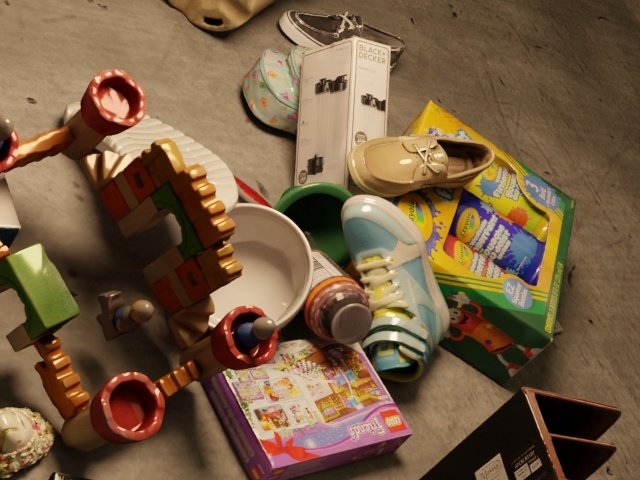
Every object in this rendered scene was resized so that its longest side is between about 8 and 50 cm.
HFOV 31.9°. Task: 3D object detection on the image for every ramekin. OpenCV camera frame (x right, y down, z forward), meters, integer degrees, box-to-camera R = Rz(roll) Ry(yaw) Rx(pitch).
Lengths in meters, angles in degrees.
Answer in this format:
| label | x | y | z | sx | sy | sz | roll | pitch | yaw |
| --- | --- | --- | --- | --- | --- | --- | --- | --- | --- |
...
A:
| label | x | y | z | sx | sy | sz | roll | pitch | yaw |
| --- | --- | --- | --- | --- | --- | --- | --- | --- | --- |
| ramekin | -0.115 | 0.057 | 1.711 | 0.207 | 0.109 | 0.207 | 1 | 71 | -2 |

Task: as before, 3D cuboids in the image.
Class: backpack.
| label | x | y | z | sx | sy | sz | roll | pitch | yaw |
| --- | --- | --- | --- | --- | --- | --- | --- | --- | --- |
| backpack | -0.050 | -0.291 | 2.177 | 0.188 | 0.144 | 0.166 | 8 | 52 | -31 |

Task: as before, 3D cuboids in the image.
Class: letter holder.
| label | x | y | z | sx | sy | sz | roll | pitch | yaw |
| --- | --- | --- | --- | --- | --- | --- | --- | --- | --- |
| letter holder | 0.305 | 0.372 | 1.642 | 0.214 | 0.302 | 0.152 | 14 | 43 | -31 |

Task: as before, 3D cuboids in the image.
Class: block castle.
| label | x | y | z | sx | sy | sz | roll | pitch | yaw |
| --- | --- | --- | --- | --- | --- | --- | --- | --- | --- |
| block castle | -0.271 | 0.018 | 1.462 | 0.303 | 0.213 | 0.453 | -27 | 87 | -43 |

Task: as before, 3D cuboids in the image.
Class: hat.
| label | x | y | z | sx | sy | sz | roll | pitch | yaw |
| --- | --- | --- | --- | --- | --- | --- | --- | --- | --- |
| hat | -0.042 | -0.062 | 1.965 | 0.208 | 0.173 | 0.183 | 54 | 0 | -32 |

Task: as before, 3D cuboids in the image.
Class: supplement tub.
| label | x | y | z | sx | sy | sz | roll | pitch | yaw |
| --- | --- | --- | --- | --- | --- | --- | --- | --- | --- |
| supplement tub | 0.011 | 0.094 | 1.788 | 0.106 | 0.106 | 0.198 | 15 | 15 | -29 |

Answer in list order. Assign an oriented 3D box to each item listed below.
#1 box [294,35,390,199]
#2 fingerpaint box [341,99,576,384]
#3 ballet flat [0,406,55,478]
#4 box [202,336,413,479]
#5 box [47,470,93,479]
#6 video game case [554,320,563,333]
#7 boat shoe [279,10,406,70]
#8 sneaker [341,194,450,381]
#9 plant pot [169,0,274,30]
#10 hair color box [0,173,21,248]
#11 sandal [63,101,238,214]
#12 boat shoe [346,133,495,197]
| label | x | y | z | sx | sy | sz | roll | pitch | yaw |
| --- | --- | --- | --- | --- | --- | --- | --- | --- | --- |
| box | 0.038 | -0.208 | 2.028 | 0.087 | 0.169 | 0.290 | 7 | 82 | -35 |
| fingerpaint box | 0.276 | -0.011 | 2.125 | 0.371 | 0.163 | 0.445 | 34 | 39 | -7 |
| ballet flat | -0.414 | 0.243 | 1.345 | 0.241 | 0.077 | 0.091 | -9 | 57 | -46 |
| box | -0.020 | 0.248 | 1.698 | 0.293 | 0.057 | 0.201 | -4 | 52 | -43 |
| box | -0.311 | 0.333 | 1.350 | 0.052 | 0.062 | 0.083 | 19 | 41 | -23 |
| video game case | 0.421 | 0.153 | 2.222 | 0.122 | 0.011 | 0.087 | -5 | 55 | -43 |
| boat shoe | 0.055 | -0.457 | 2.474 | 0.301 | 0.102 | 0.108 | 18 | 41 | -27 |
| sneaker | 0.110 | 0.095 | 1.839 | 0.319 | 0.127 | 0.208 | 59 | 34 | -24 |
| plant pot | -0.167 | -0.595 | 2.285 | 0.334 | 0.334 | 0.305 | 37 | 47 | -3 |
| hair color box | -0.560 | -0.122 | 1.582 | 0.174 | 0.105 | 0.347 | 3 | 50 | -39 |
| sandal | -0.267 | -0.112 | 1.773 | 0.169 | 0.102 | 0.416 | -9 | 33 | -36 |
| boat shoe | 0.179 | -0.140 | 1.955 | 0.302 | 0.098 | 0.109 | -3 | 75 | -39 |
